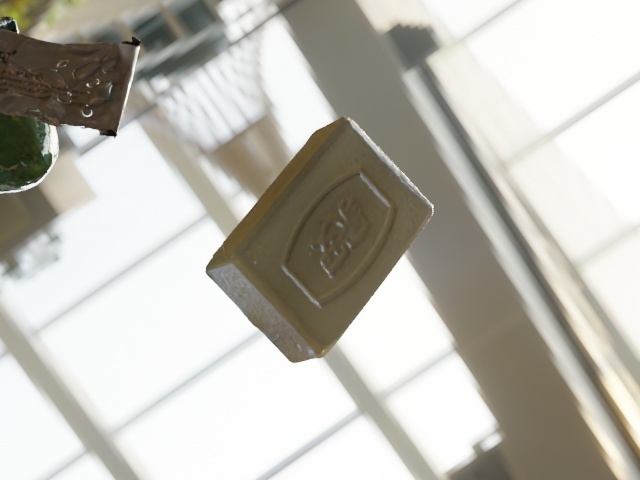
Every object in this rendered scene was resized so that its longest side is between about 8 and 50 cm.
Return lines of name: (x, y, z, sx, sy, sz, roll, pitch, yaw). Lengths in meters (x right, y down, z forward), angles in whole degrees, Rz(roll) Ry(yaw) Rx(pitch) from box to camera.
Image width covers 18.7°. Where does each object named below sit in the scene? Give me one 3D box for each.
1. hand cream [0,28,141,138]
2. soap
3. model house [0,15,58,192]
hand cream: (-0.238, -0.122, 1.175, 0.050, 0.257, 0.084, 111, -6, -45)
soap: (0.000, 0.000, 1.645, 0.064, 0.121, 0.183, -18, -151, 55)
model house: (-0.342, -0.106, 1.349, 0.299, 0.243, 0.284, -6, -153, -21)
